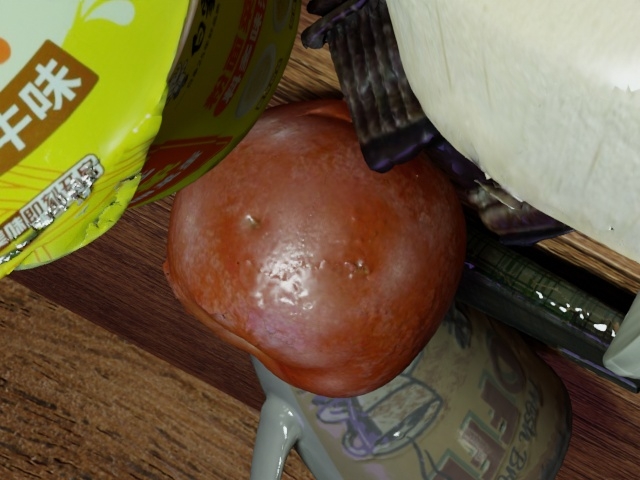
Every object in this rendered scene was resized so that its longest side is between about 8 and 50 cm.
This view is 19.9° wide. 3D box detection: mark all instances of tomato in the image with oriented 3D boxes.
[{"bbox_3d":[0.000,0.000,1.258,0.208,0.184,0.208,34,171,6],"label":"tomato"}]

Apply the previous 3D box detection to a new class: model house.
[{"bbox_3d":[0.107,-0.088,0.886,0.203,0.141,0.164,-13,118,42],"label":"model house"}]

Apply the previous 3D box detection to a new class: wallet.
[{"bbox_3d":[0.209,0.069,1.370,0.317,0.044,0.169,28,174,20],"label":"wallet"}]

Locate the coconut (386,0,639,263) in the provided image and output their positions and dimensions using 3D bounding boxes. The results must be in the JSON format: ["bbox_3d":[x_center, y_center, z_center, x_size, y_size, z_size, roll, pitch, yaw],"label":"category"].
[{"bbox_3d":[0.135,-0.108,0.480,0.227,0.230,0.227,23,-163,-8],"label":"coconut"}]

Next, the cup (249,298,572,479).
[{"bbox_3d":[0.031,0.147,1.561,0.257,0.301,0.227,46,165,-30],"label":"cup"}]

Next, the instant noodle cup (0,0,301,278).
[{"bbox_3d":[-0.149,-0.126,0.825,0.311,0.311,0.221,25,-172,18],"label":"instant noodle cup"}]

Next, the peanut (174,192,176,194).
[{"bbox_3d":[-0.102,-0.070,1.441,0.207,0.087,0.087,19,165,40],"label":"peanut"}]

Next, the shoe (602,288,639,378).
[{"bbox_3d":[0.256,0.052,1.115,0.110,0.095,0.265,28,165,2],"label":"shoe"}]
